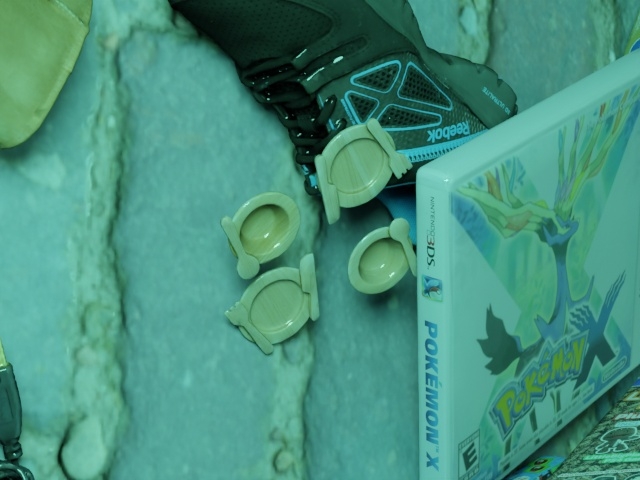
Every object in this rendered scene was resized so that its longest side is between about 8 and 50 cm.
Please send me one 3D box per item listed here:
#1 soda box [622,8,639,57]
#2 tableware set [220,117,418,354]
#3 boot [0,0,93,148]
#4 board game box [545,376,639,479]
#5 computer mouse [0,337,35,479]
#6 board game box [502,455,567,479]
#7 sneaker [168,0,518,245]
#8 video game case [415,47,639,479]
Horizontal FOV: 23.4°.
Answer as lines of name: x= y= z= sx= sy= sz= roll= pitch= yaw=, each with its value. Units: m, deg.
soda box: x=0.318 y=-0.142 z=1.466 sx=0.061 sy=0.058 sz=0.181 roll=43 pitch=57 yaw=-34
tableware set: x=0.000 y=0.000 z=1.096 sx=0.169 sy=0.020 sz=0.141 roll=-30 pitch=130 yaw=-15
boot: x=-0.238 y=-0.221 z=0.907 sx=0.269 sy=0.089 sz=0.236 roll=39 pitch=65 yaw=-38
board game box: x=0.313 y=0.267 z=1.317 sx=0.291 sy=0.141 sz=0.232 roll=-29 pitch=107 yaw=-55
computer mouse: x=-0.250 y=0.079 z=0.873 sx=0.184 sy=0.060 sz=0.262 roll=-30 pitch=107 yaw=-42
board game box: x=0.148 y=0.288 z=1.264 sx=0.211 sy=0.039 sz=0.160 roll=-20 pitch=100 yaw=-43
sneaker: x=0.017 y=-0.107 z=1.117 sx=0.341 sy=0.125 sz=0.139 roll=28 pitch=72 yaw=-37
video game case: x=0.188 y=0.028 z=1.264 sx=0.329 sy=0.036 sz=0.300 roll=-29 pitch=127 yaw=-43
